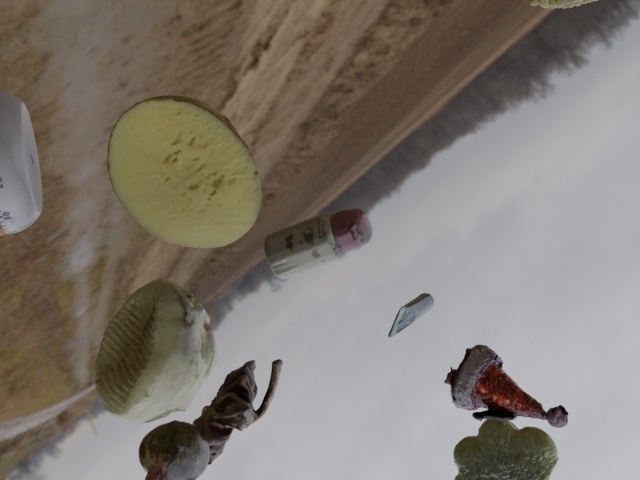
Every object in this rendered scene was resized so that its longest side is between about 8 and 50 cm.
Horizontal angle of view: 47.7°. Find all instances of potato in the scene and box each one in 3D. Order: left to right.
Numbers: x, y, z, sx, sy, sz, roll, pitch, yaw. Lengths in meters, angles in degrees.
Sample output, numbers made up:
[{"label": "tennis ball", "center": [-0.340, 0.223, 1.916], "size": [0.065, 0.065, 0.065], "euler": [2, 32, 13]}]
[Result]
[{"label": "potato", "center": [-0.170, -0.106, 0.947], "size": [0.178, 0.203, 0.158], "euler": [-53, -162, 19]}]

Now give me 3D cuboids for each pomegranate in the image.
[{"label": "pomegranate", "center": [-0.289, 0.414, 1.370], "size": [0.138, 0.126, 0.163], "euler": [-9, -167, 29]}]

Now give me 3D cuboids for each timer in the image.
[{"label": "timer", "center": [-0.297, -0.060, 0.593], "size": [0.136, 0.136, 0.099], "euler": [-40, 154, -24]}]

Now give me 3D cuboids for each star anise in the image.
[{"label": "star anise", "center": [-0.202, 0.389, 1.621], "size": [0.349, 0.109, 0.292], "euler": [-53, -164, -3]}]

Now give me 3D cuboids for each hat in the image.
[{"label": "hat", "center": [0.344, 0.282, 1.317], "size": [0.140, 0.227, 0.129], "euler": [32, 83, -54]}]

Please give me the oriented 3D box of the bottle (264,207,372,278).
[{"label": "bottle", "center": [0.000, 0.000, 1.576], "size": [0.233, 0.110, 0.110], "euler": [-21, -172, 21]}]

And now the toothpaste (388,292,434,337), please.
[{"label": "toothpaste", "center": [0.161, 0.122, 1.251], "size": [0.197, 0.034, 0.057], "euler": [-17, 131, -64]}]

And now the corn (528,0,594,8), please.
[{"label": "corn", "center": [0.381, -0.349, 0.898], "size": [0.288, 0.086, 0.086], "euler": [-4, -160, 29]}]

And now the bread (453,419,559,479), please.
[{"label": "bread", "center": [0.366, 0.493, 1.515], "size": [0.056, 0.207, 0.287], "euler": [-5, 117, -51]}]

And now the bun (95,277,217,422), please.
[{"label": "bun", "center": [-0.234, 0.169, 1.076], "size": [0.231, 0.133, 0.231], "euler": [-34, -138, 38]}]
